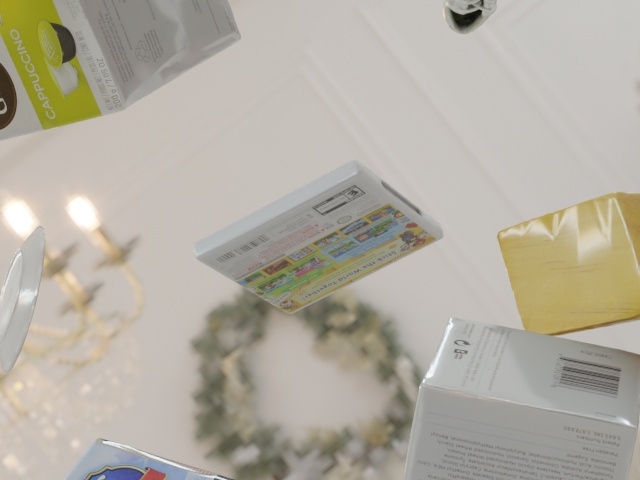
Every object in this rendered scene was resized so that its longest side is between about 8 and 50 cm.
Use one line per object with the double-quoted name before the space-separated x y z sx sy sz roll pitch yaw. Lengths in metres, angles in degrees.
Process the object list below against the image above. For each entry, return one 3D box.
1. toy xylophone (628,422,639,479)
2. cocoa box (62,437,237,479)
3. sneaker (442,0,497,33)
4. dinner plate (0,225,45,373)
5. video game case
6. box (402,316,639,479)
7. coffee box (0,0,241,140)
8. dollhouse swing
"toy xylophone" 0.281 0.239 1.949 0.081 0.236 0.322 -51 0 23
"cocoa box" -0.171 0.380 1.447 0.347 0.228 0.231 -52 -32 -45
"sneaker" 0.212 -0.344 2.248 0.094 0.091 0.258 4 -12 2
"dinner plate" -0.283 0.053 1.585 0.141 0.017 0.141 -164 90 -71
"video game case" 0.000 0.000 1.992 0.227 0.026 0.206 -28 -33 21
"box" 0.174 0.161 1.448 0.181 0.182 0.119 -52 -29 -71
"coffee box" -0.388 -0.372 2.555 0.334 0.337 0.338 -10 19 33
"dollhouse swing" 0.393 0.118 1.602 0.347 0.305 0.315 0 -9 -23
